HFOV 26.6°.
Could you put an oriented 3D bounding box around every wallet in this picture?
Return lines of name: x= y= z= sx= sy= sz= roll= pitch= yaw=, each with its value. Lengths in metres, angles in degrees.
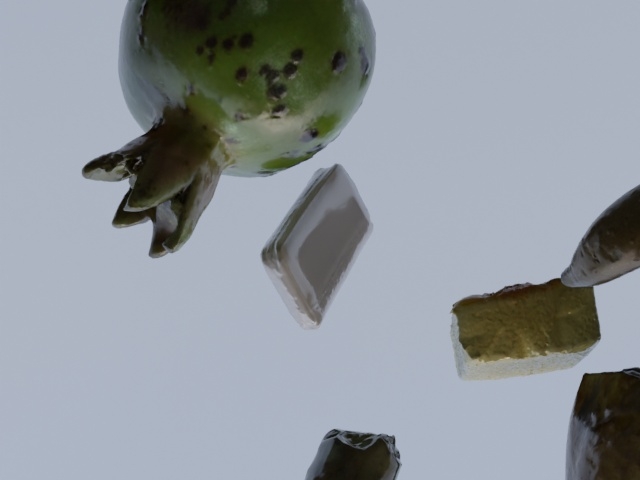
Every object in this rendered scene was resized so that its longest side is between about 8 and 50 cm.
wallet: x=0.000 y=0.000 z=1.286 sx=0.033 sy=0.095 sz=0.190 roll=-14 pitch=-153 yaw=30

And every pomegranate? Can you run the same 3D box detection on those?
pomegranate: x=-0.092 y=-0.130 z=1.141 sx=0.231 sy=0.231 sz=0.286 roll=40 pitch=-97 yaw=23

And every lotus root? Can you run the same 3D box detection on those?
lotus root: x=0.284 y=0.227 z=1.175 sx=0.188 sy=0.199 sz=0.180 roll=30 pitch=-100 yaw=-14

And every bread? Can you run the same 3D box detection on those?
bread: x=0.183 y=0.085 z=1.246 sx=0.126 sy=0.188 sz=0.068 roll=-8 pitch=-102 yaw=3

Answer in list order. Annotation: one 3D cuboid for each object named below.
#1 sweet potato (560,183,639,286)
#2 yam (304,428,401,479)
sweet potato: x=0.265 y=-0.021 z=0.882 sx=0.250 sy=0.059 sz=0.069 roll=-13 pitch=-126 yaw=31
yam: x=-0.021 y=0.267 z=0.877 sx=0.071 sy=0.067 sz=0.317 roll=5 pitch=-117 yaw=37
